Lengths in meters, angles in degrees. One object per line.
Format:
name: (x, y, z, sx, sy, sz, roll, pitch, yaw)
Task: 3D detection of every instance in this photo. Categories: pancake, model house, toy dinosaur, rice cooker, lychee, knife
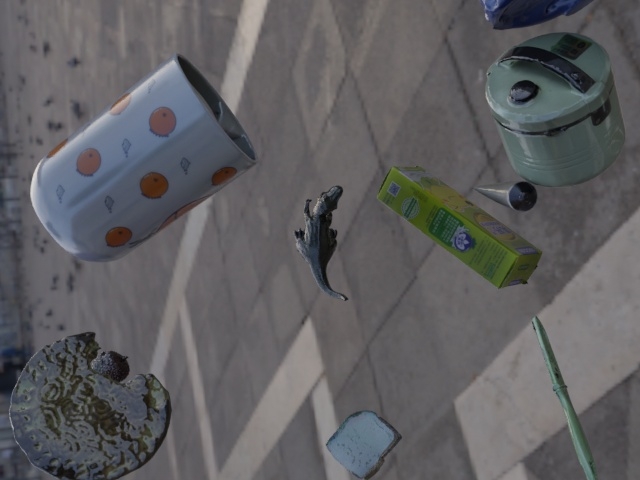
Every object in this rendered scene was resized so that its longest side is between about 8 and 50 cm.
pancake: (-0.410, 0.295, 1.771, 0.033, 0.288, 0.286, 89, 174, -59)
model house: (0.076, 0.337, 1.663, 0.088, 0.100, 0.100, 41, 180, 17)
toy dinosaur: (0.000, 0.000, 1.794, 0.179, 0.087, 0.187, -103, 13, -67)
rice cooker: (0.400, -0.229, 1.690, 0.244, 0.226, 0.226, 54, -170, -45)
lychee: (-0.425, 0.259, 2.017, 0.068, 0.083, 0.067, 58, -168, -28)
knife: (0.356, 0.228, 1.459, 0.020, 0.043, 0.293, -32, 41, 22)

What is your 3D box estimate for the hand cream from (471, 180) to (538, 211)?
hand cream: (0.341, -0.084, 1.792, 0.186, 0.087, 0.054, -143, 61, -79)

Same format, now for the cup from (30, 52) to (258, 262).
cup: (-0.287, -0.118, 1.562, 0.212, 0.317, 0.212, 54, -172, -11)

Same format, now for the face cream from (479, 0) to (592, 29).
face cream: (0.359, -0.506, 1.674, 0.225, 0.249, 0.249, 69, 158, 13)

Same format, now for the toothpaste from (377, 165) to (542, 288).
toothpaste: (0.260, -0.031, 1.892, 0.327, 0.110, 0.077, 39, 113, 29)
